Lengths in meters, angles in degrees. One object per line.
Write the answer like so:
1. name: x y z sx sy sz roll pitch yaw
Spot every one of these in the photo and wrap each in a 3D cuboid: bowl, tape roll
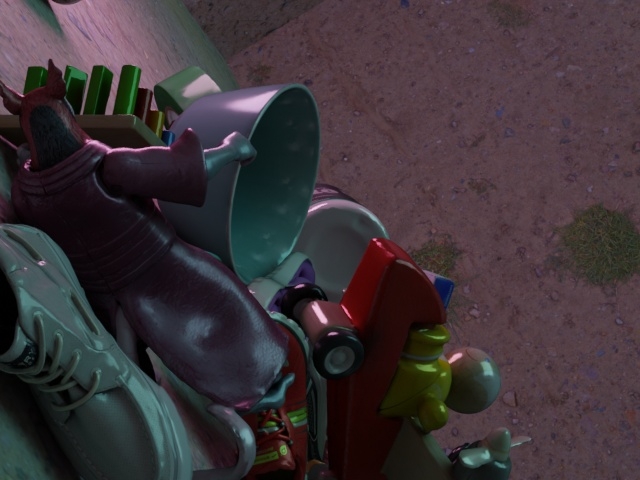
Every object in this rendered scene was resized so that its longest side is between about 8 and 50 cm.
1. bowl: -0.133 -0.097 1.659 0.163 0.312 0.311 14 -13 20
2. tape roll: -0.179 -0.146 1.937 0.321 0.077 0.321 54 -13 19

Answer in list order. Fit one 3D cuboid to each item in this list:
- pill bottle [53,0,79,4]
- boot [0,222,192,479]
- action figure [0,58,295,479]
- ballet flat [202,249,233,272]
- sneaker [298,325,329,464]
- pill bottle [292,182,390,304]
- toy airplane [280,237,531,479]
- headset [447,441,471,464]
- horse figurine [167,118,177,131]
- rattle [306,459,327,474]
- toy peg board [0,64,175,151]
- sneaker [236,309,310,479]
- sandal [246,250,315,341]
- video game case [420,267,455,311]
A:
1. pill bottle: -0.412 -0.430 1.672 0.094 0.094 0.169 61 5 17
2. boot: -0.198 0.094 0.807 0.258 0.095 0.123 52 9 15
3. action figure: -0.192 0.015 1.005 0.370 0.248 0.276 58 32 -27
4. ballet flat: -0.149 0.069 1.404 0.280 0.095 0.096 33 39 -80
5. sneaker: -0.004 0.246 1.780 0.121 0.112 0.299 48 24 -42
6. pill bottle: 0.000 0.000 2.089 0.204 0.204 0.361 58 -3 -14
7. toy airplane: 0.102 0.220 1.399 0.384 0.272 0.386 125 -48 -67
8. headset: 0.098 0.308 1.921 0.243 0.185 0.394 55 -5 -37
9. horse figurine: -0.201 -0.070 1.858 0.263 0.066 0.174 61 -2 -16
10. rattle: 0.083 0.380 1.652 0.130 0.142 0.200 -76 145 -57
11. toy peg board: -0.231 -0.123 1.174 0.160 0.161 0.079 48 47 -66
12. sneaker: -0.053 0.196 1.219 0.118 0.107 0.279 -101 -179 -54
13. sandal: -0.048 0.122 1.635 0.102 0.169 0.416 22 11 8
14. video game case: 0.121 0.169 2.128 0.061 0.270 0.244 18 3 -37
